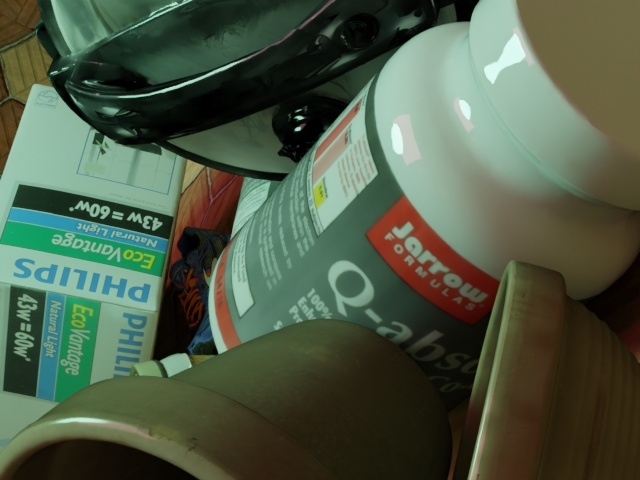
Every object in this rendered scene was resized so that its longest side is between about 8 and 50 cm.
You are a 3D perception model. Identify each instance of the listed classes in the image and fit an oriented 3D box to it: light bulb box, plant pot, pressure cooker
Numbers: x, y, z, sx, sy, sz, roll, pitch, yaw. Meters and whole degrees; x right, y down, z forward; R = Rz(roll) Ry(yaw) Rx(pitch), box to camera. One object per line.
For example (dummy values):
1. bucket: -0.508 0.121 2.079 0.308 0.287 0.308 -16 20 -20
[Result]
1. light bulb box: -0.314 0.059 1.738 0.361 0.225 0.358 -85 8 -47
2. plant pot: -0.030 0.162 0.810 0.229 0.263 0.263 -40 -6 -48
3. plant pot: 0.127 0.137 0.722 0.237 0.109 0.237 13 -90 -85
4. pressure cooker: -0.023 -0.253 1.069 0.370 0.375 0.420 112 175 -51

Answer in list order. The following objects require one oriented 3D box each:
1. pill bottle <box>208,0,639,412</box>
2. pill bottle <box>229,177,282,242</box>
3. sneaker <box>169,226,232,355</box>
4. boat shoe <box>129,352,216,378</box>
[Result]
1. pill bottle: 0.090 -0.017 0.918 0.363 0.210 0.210 -47 26 43
2. pill bottle: 0.000 0.000 1.214 0.161 0.161 0.283 -45 27 45
3. sneaker: -0.148 0.063 1.642 0.083 0.087 0.221 -55 21 29
4. boat shoe: -0.153 0.206 1.443 0.302 0.103 0.113 118 137 -63
